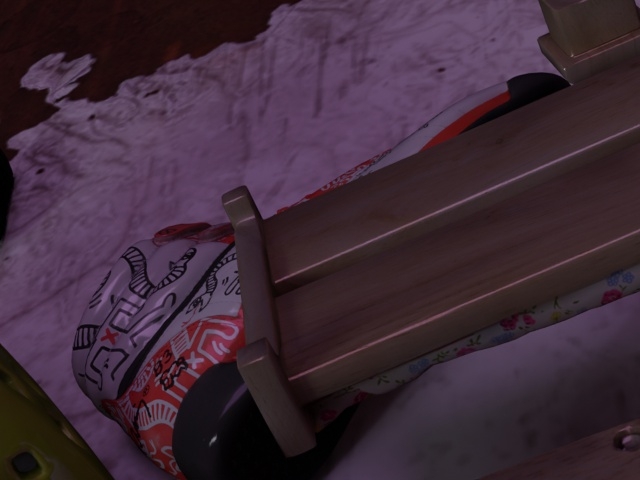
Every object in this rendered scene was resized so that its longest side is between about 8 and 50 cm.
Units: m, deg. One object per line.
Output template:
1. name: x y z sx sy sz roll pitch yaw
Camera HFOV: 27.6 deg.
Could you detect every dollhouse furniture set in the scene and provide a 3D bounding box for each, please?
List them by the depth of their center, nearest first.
1. dollhouse furniture set: 0.042 0.076 0.472 0.303 0.174 0.355 -22 26 6

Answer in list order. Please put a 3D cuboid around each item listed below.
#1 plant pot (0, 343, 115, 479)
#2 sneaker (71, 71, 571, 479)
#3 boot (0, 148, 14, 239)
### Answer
1. plant pot: -0.248 0.093 0.579 0.228 0.207 0.227 -38 35 -17
2. sneaker: -0.001 0.000 0.636 0.145 0.090 0.270 22 60 45
3. boot: -0.262 -0.017 0.873 0.099 0.045 0.121 -20 28 7
